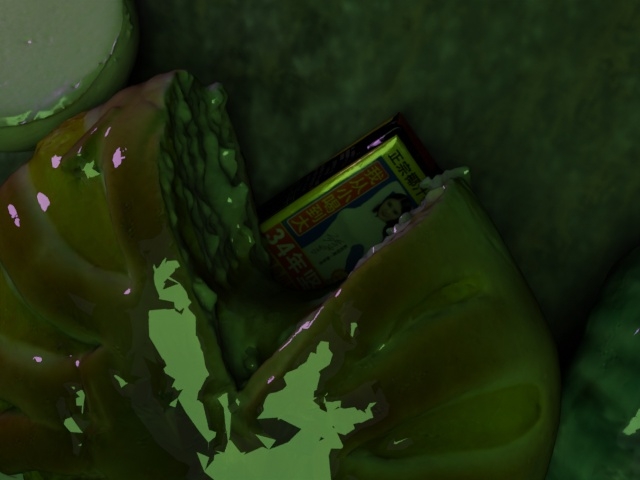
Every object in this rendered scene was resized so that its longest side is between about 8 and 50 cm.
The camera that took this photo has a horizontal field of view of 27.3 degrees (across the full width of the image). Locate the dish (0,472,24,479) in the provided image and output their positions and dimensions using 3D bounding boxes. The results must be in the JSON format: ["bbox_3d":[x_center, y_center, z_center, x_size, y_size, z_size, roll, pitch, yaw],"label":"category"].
[{"bbox_3d":[-0.191,0.137,0.849,0.212,0.077,0.151,11,106,4],"label":"dish"}]

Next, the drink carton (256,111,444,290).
[{"bbox_3d":[0.000,0.000,0.792,0.165,0.056,0.071,-33,107,16],"label":"drink carton"}]

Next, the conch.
[{"bbox_3d":[0.228,0.128,0.748,0.220,0.195,0.277,-30,68,9],"label":"conch"}]

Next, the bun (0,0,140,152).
[{"bbox_3d":[-0.167,-0.109,0.766,0.138,0.094,0.138,-2,72,7],"label":"bun"}]

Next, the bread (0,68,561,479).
[{"bbox_3d":[-0.039,0.081,0.698,0.333,0.160,0.333,1,101,7],"label":"bread"}]
